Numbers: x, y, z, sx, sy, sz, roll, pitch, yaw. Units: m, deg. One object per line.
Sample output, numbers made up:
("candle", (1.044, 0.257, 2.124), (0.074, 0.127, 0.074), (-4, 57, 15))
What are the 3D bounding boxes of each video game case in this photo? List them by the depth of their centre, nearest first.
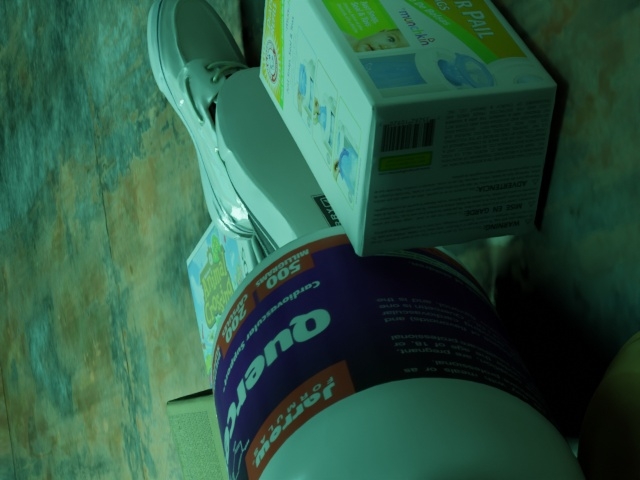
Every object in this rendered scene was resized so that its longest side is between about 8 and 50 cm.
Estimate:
("video game case", (-0.073, 0.074, 1.668), (0.212, 0.023, 0.193), (129, 131, -65))

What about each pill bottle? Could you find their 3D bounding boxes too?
("pill bottle", (0.040, 0.124, 1.016), (0.323, 0.181, 0.182), (-110, 19, -68))

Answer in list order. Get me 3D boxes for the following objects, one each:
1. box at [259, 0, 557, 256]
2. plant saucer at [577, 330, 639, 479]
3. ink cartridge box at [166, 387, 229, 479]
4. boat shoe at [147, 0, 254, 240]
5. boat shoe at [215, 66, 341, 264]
("box", (0.045, -0.095, 1.110), (0.203, 0.114, 0.103), (-119, 27, -49))
("plant saucer", (0.178, 0.140, 0.923), (0.200, 0.037, 0.200), (173, 90, -72))
("ink cartridge box", (-0.036, 0.225, 1.475), (0.193, 0.088, 0.235), (161, 95, -71))
("boat shoe", (-0.075, -0.115, 1.547), (0.076, 0.083, 0.226), (-36, 73, 56))
("boat shoe", (0.000, 0.000, 1.313), (0.301, 0.108, 0.102), (59, 149, 37))
